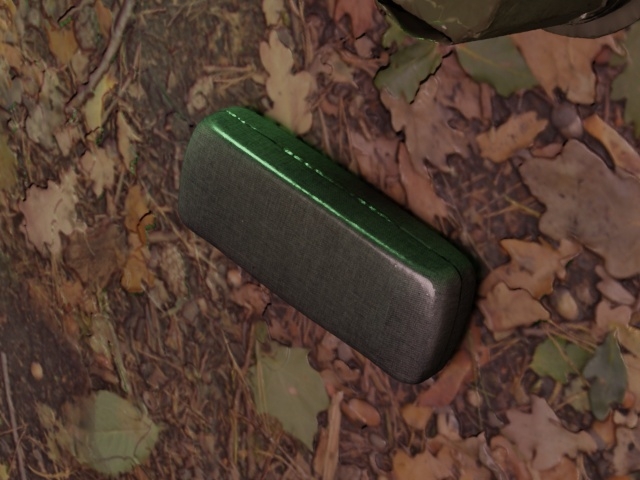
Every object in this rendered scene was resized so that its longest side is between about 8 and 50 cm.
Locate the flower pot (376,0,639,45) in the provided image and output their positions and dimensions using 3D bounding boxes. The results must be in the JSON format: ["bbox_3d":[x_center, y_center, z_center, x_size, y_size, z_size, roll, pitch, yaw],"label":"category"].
[{"bbox_3d":[0.138,-0.235,1.429,0.212,0.202,0.212,22,124,37],"label":"flower pot"}]

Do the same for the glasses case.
[{"bbox_3d":[0.000,0.000,1.733,0.323,0.074,0.131,35,126,27],"label":"glasses case"}]
